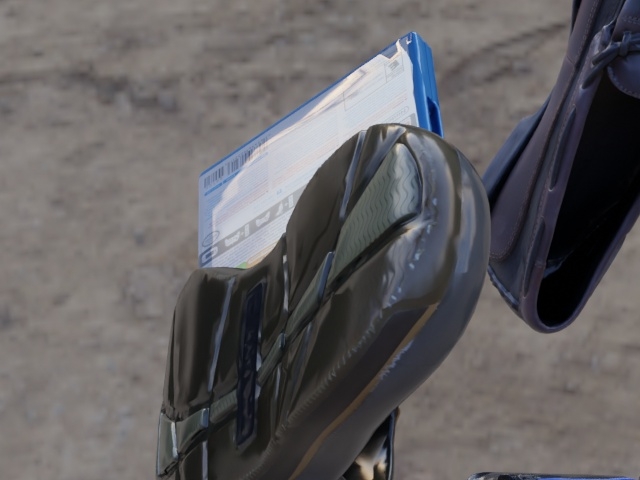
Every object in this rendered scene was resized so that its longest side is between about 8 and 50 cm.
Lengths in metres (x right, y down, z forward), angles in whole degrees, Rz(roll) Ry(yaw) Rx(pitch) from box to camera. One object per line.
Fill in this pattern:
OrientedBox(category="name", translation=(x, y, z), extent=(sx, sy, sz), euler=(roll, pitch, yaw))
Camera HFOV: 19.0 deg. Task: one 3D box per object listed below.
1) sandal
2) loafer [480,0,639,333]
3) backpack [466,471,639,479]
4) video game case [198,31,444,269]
OrientedBox(category="sandal", translation=(0.001, 0.036, 0.502), extent=(0.060, 0.219, 0.090), euler=(13, 61, -18))
OrientedBox(category="loafer", translation=(0.179, -0.077, 1.065), extent=(0.109, 0.302, 0.095), euler=(12, 35, -22))
OrientedBox(category="backpack", translation=(0.123, 0.184, 1.040), extent=(0.105, 0.114, 0.084), euler=(4, -6, -24))
OrientedBox(category="video game case", translation=(0.000, 0.000, 0.744), extent=(0.119, 0.015, 0.166), euler=(-32, 35, 22))
